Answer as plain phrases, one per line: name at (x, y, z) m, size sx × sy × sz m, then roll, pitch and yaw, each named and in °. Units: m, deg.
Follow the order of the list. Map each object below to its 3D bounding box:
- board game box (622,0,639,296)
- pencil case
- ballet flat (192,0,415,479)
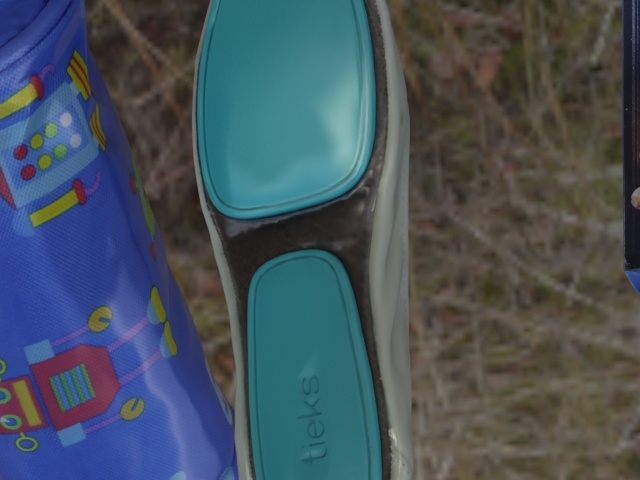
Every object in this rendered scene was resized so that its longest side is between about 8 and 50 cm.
board game box at (0.242, -0.093, 0.941) m, size 0.165 × 0.243 × 0.042 m, roll -10°, pitch 150°, yaw 25°
pencil case at (-0.115, 0.019, 0.751) m, size 0.119 × 0.133 × 0.306 m, roll -16°, pitch 130°, yaw 0°
ballet flat at (0.000, 0.000, 0.683) m, size 0.086 × 0.248 × 0.086 m, roll -1°, pitch 168°, yaw 0°
